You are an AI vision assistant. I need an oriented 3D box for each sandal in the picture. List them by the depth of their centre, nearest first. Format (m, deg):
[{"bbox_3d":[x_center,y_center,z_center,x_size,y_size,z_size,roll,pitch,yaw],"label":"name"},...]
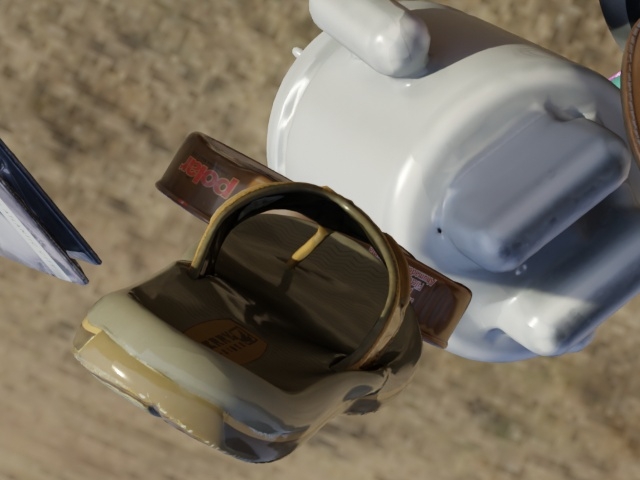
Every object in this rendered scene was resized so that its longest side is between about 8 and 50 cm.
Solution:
[{"bbox_3d":[-0.008,0.011,0.498,0.072,0.049,0.180,27,-169,9],"label":"sandal"}]

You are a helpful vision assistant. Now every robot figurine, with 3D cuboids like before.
[{"bbox_3d":[0.089,-0.046,1.321,0.300,0.199,0.353,61,168,-29],"label":"robot figurine"}]

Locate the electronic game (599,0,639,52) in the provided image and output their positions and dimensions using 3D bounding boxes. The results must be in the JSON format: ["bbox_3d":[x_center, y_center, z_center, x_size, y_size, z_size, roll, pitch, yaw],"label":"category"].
[{"bbox_3d":[0.285,-0.160,1.223,0.229,0.048,0.229,10,137,9],"label":"electronic game"}]

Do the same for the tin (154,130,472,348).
[{"bbox_3d":[0.000,0.000,0.952,0.106,0.040,0.189,28,180,41],"label":"tin"}]

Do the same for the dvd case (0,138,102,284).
[{"bbox_3d":[-0.205,-0.059,0.892,0.221,0.018,0.164,16,149,50],"label":"dvd case"}]

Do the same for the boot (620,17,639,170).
[{"bbox_3d":[0.234,-0.079,0.998,0.109,0.283,0.220,-3,141,-5],"label":"boot"}]

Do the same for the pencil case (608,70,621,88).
[{"bbox_3d":[0.266,-0.065,1.644,0.064,0.070,0.152,-16,111,26],"label":"pencil case"}]
